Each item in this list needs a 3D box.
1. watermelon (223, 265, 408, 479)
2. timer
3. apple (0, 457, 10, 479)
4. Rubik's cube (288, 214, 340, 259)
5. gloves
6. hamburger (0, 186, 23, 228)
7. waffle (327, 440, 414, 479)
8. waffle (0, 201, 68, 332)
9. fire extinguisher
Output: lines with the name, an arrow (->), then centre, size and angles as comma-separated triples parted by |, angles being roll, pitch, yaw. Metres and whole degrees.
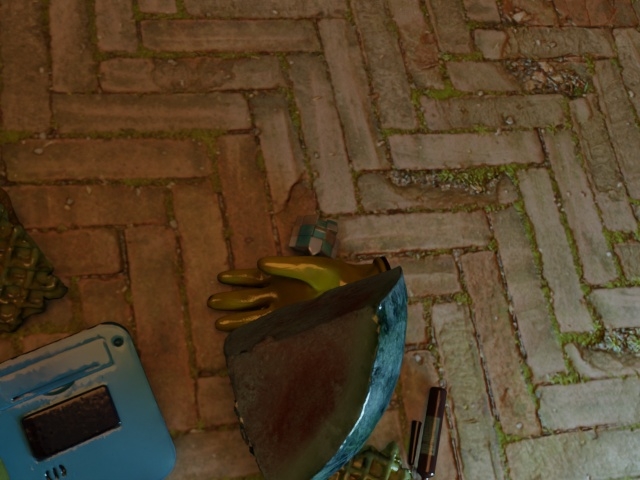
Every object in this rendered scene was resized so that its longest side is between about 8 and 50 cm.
watermelon -> -0.029, 0.190, 0.855 | 0.258, 0.228, 0.387 | 29, 101, 17
timer -> -0.355, 0.266, 0.874 | 0.231, 0.091, 0.250 | -20, 89, -18
apple -> -0.549, 0.366, 0.598 | 0.473, 0.473, 0.474 | 4, 72, -11
Rubik's cube -> -0.001, -0.003, 1.014 | 0.084, 0.073, 0.075 | 16, 75, -52
gloves -> -0.034, 0.100, 0.973 | 0.294, 0.116, 0.133 | -5, 69, -7
hamburger -> -0.598, -0.063, 0.871 | 0.283, 0.156, 0.144 | 24, 70, -6
waffle -> 0.064, 0.428, 0.904 | 0.214, 0.054, 0.208 | -16, 73, -13
waffle -> -0.494, 0.053, 0.845 | 0.204, 0.223, 0.054 | -29, 40, -11
fire extinguisher -> 0.170, 0.323, 0.973 | 0.049, 0.035, 0.173 | 18, 66, -9
